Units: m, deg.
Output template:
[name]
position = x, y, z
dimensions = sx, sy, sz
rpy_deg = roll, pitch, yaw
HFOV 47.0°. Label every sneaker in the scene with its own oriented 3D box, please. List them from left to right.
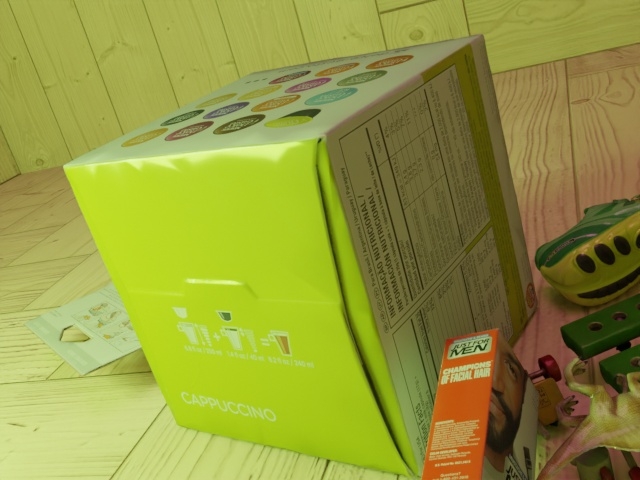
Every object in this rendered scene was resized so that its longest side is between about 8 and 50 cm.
[sneaker]
position = 0.393, -0.024, 0.906
dimensions = 0.295, 0.109, 0.123
rpy_deg = -22, 25, -14

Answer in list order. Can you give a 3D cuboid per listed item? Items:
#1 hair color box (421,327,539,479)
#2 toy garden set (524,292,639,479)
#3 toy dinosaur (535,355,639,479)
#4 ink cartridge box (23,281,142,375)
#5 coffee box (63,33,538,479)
[hair color box]
position = 0.130, 0.163, 0.581
dimensions = 0.053, 0.093, 0.167
rpy_deg = -18, 32, 30
[toy garden set]
position = 0.279, 0.150, 0.635
dimensions = 0.203, 0.049, 0.244
rpy_deg = -22, 26, -4
[toy dinosaur]
position = 0.222, 0.139, 0.577
dimensions = 0.183, 0.053, 0.092
rpy_deg = -23, 27, -5
[ink cartridge box]
position = -0.268, 0.121, 1.091
dimensions = 0.261, 0.066, 0.296
rpy_deg = -28, 23, -29
[coffee box]
position = 0.000, 0.000, 0.814
dimensions = 0.337, 0.338, 0.334
rpy_deg = 0, 26, 37
